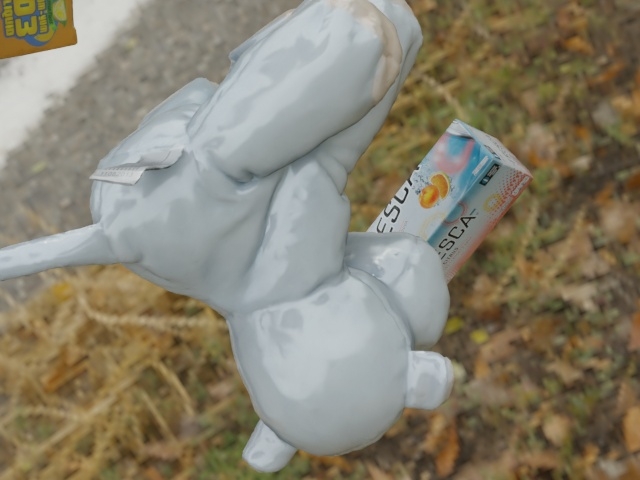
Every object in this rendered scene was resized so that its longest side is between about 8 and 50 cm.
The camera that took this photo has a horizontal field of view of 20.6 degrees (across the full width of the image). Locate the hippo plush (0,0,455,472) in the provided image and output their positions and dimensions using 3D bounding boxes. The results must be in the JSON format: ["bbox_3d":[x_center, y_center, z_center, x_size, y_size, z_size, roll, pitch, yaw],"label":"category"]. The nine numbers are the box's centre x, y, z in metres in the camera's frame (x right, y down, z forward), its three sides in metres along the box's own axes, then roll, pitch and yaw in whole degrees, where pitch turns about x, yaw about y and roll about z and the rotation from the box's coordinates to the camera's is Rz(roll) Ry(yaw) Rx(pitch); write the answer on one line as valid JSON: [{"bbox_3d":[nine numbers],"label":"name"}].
[{"bbox_3d":[0.000,0.000,1.045,0.234,0.236,0.294,-32,10,27],"label":"hippo plush"}]

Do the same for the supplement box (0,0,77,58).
[{"bbox_3d":[-0.277,-0.232,1.459,0.080,0.078,0.233,-16,35,-26],"label":"supplement box"}]

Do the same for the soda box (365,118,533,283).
[{"bbox_3d":[0.087,-0.006,1.434,0.183,0.063,0.058,-52,50,15],"label":"soda box"}]
